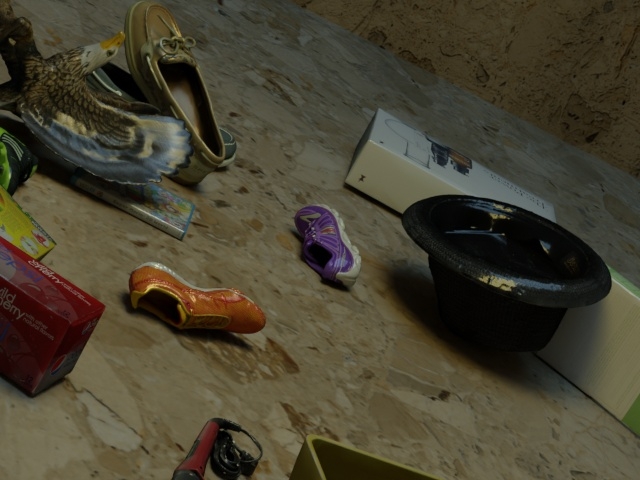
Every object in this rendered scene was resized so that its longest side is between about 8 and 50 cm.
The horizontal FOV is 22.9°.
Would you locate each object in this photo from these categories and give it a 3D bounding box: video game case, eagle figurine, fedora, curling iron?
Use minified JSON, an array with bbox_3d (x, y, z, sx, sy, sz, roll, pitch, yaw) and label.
[{"bbox_3d":[-0.251,-0.062,2.127,0.166,0.015,0.119,27,19,-7],"label":"video game case"},{"bbox_3d":[-0.329,-0.189,2.101,0.298,0.225,0.226,51,40,-31],"label":"eagle figurine"},{"bbox_3d":[0.256,0.061,2.315,0.334,0.153,0.334,12,22,-5],"label":"fedora"},{"bbox_3d":[-0.114,0.234,1.515,0.068,0.035,0.274,31,18,4],"label":"curling iron"}]

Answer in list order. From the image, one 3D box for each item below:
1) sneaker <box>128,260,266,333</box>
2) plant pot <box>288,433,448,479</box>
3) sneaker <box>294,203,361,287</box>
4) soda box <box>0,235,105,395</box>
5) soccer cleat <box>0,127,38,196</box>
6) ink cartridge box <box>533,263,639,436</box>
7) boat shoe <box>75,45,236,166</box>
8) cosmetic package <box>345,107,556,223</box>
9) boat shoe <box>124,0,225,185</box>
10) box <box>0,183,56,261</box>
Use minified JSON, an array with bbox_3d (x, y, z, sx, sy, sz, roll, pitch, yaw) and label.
[{"bbox_3d":[-0.146,0.084,1.854,0.175,0.064,0.067,17,41,-20],"label":"sneaker"},{"bbox_3d":[0.056,0.319,1.305,0.212,0.187,0.212,21,20,-23],"label":"plant pot"},{"bbox_3d":[0.000,0.000,2.267,0.071,0.068,0.170,11,26,-32],"label":"sneaker"},{"bbox_3d":[-0.352,0.039,1.578,0.263,0.092,0.083,33,17,10],"label":"soda box"},{"bbox_3d":[-0.380,-0.093,1.944,0.072,0.060,0.179,23,16,-26],"label":"soccer cleat"},{"bbox_3d":[0.452,0.165,2.345,0.235,0.171,0.056,39,20,25],"label":"ink cartridge box"},{"bbox_3d":[-0.250,-0.197,2.351,0.319,0.099,0.116,19,20,-29],"label":"boat shoe"},{"bbox_3d":[0.236,-0.082,2.787,0.377,0.097,0.284,29,18,-3],"label":"cosmetic package"},{"bbox_3d":[-0.203,-0.226,2.294,0.104,0.089,0.285,-10,77,-45],"label":"boat shoe"},{"bbox_3d":[-0.359,-0.004,1.723,0.105,0.043,0.179,48,20,-2],"label":"box"}]
